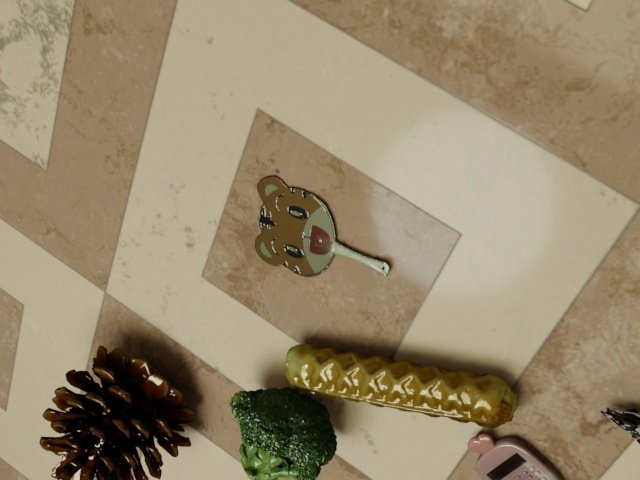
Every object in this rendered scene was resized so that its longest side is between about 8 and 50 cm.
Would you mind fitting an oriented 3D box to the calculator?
[{"bbox_3d":[0.286,0.338,1.300,0.166,0.024,0.103,41,130,2],"label":"calculator"}]

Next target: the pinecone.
[{"bbox_3d":[-0.366,0.323,1.553,0.264,0.264,0.264,15,122,25],"label":"pinecone"}]

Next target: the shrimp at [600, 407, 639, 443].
[{"bbox_3d":[0.479,0.311,1.148,0.262,0.051,0.198,15,123,21],"label":"shrimp"}]

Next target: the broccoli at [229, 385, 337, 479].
[{"bbox_3d":[-0.063,0.302,1.395,0.156,0.195,0.195,-44,89,10],"label":"broccoli"}]

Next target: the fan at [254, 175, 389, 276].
[{"bbox_3d":[0.000,0.000,1.296,0.227,0.008,0.152,21,124,21],"label":"fan"}]

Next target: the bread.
[{"bbox_3d":[0.108,0.209,1.305,0.368,0.077,0.084,7,115,30],"label":"bread"}]
